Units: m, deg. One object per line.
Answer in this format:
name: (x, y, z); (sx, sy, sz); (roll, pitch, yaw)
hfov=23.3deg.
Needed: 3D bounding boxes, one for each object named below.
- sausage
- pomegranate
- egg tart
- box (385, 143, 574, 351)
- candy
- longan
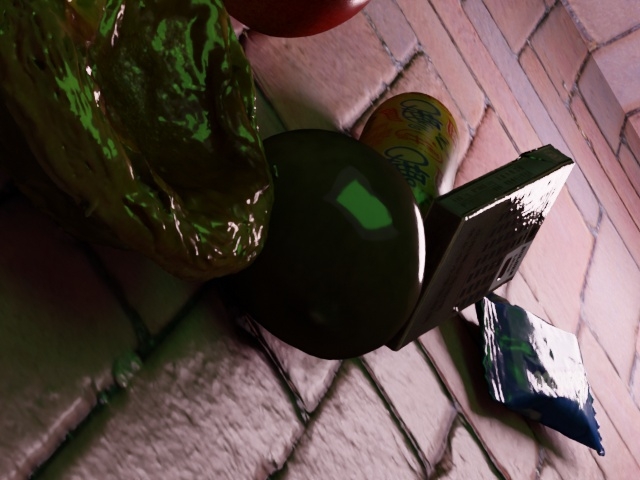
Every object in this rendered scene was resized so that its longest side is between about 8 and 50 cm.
sausage: (0.094, -0.077, 1.801); (0.123, 0.123, 0.347); (55, 22, -17)
pomegranate: (-0.048, -0.339, 1.702); (0.257, 0.221, 0.221); (29, 31, -9)
egg tart: (-0.171, -0.112, 1.234); (0.352, 0.150, 0.352); (44, 29, -33)
box: (0.177, 0.002, 1.759); (0.047, 0.180, 0.325); (33, 27, 18)
candy: (0.284, 0.162, 2.006); (0.331, 0.077, 0.187); (26, 48, -50)
longan: (0.000, 0.000, 1.425); (0.220, 0.196, 0.196); (48, 25, -15)
